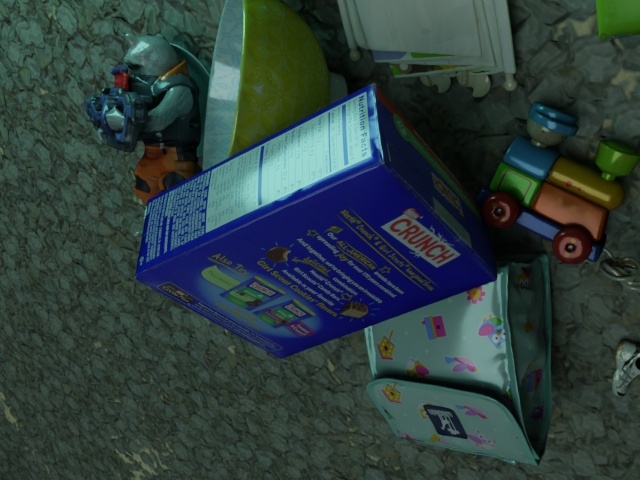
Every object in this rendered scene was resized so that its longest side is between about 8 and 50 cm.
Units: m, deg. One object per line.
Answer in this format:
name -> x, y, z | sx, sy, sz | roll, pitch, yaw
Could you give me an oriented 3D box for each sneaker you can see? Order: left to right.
sneaker -> 0.394, 0.168, 0.896 | 0.036, 0.032, 0.083 | 12, 124, 31

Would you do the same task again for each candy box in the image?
candy box -> 0.000, 0.000, 0.805 | 0.317, 0.122, 0.268 | -22, 141, 26

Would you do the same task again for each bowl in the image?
bowl -> -0.056, -0.171, 0.914 | 0.155, 0.290, 0.290 | 5, 133, -17

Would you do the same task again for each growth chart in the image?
growth chart -> 0.117, -0.254, 0.828 | 0.237, 0.021, 0.172 | 17, 140, 29

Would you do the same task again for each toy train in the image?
toy train -> 0.315, -0.046, 0.786 | 0.248, 0.105, 0.143 | 29, 117, 19

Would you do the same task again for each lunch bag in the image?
lunch bag -> 0.180, 0.153, 0.921 | 0.223, 0.160, 0.263 | -1, 94, 38

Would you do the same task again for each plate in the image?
plate -> -0.223, -0.224, 1.121 | 0.188, 0.024, 0.188 | 18, 127, 26

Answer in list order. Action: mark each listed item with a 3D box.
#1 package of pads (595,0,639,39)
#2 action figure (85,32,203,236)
package of pads -> 0.343, -0.331, 0.576 | 0.229, 0.101, 0.297 | 4, 119, 37
action figure -> -0.253, -0.159, 1.101 | 0.341, 0.178, 0.330 | 35, 134, 56
